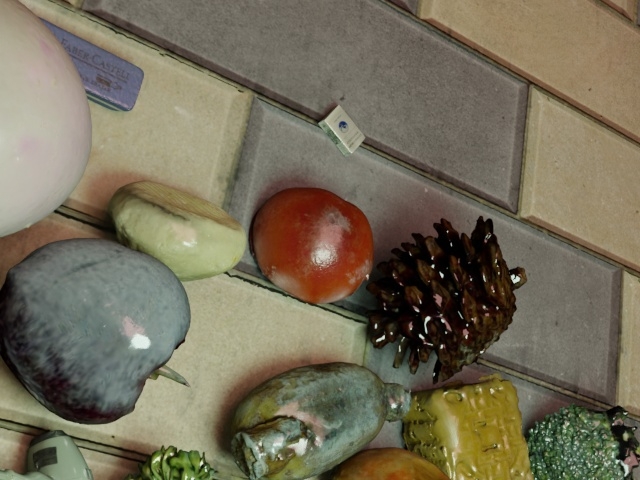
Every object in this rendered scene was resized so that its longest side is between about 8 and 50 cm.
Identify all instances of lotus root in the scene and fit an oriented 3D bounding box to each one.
[{"bbox_3d":[-0.005,0.287,1.552,0.350,0.175,0.174,-10,83,-40],"label":"lotus root"}]

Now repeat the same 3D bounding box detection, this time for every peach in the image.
[{"bbox_3d":[0.113,0.445,1.566,0.235,0.214,0.214,39,57,-1],"label":"peach"}]

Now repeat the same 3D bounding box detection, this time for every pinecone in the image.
[{"bbox_3d":[0.213,0.101,1.680,0.296,0.298,0.242,-38,68,-2],"label":"pinecone"}]

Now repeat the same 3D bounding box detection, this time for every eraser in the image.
[{"bbox_3d":[-0.393,-0.280,1.510,0.225,0.036,0.081,25,66,-28],"label":"eraser"}]

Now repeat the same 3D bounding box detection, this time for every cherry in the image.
[{"bbox_3d":[-0.309,0.125,1.339,0.296,0.218,0.255,38,83,-15],"label":"cherry"}]

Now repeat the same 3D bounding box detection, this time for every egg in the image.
[{"bbox_3d":[-0.455,-0.154,1.257,0.340,0.355,0.354,21,65,-49],"label":"egg"}]

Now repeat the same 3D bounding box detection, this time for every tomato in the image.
[{"bbox_3d":[0.000,0.000,1.633,0.228,0.112,0.199,8,67,-18],"label":"tomato"}]

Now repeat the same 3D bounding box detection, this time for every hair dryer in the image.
[{"bbox_3d":[-0.352,0.374,1.239,0.092,0.267,0.229,-24,88,4],"label":"hair dryer"}]

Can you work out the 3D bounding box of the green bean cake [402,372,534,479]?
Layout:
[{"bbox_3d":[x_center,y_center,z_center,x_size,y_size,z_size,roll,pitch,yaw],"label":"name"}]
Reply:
[{"bbox_3d":[0.267,0.363,1.730,0.230,0.131,0.223,-3,77,-36],"label":"green bean cake"}]

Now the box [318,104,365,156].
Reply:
[{"bbox_3d":[0.041,-0.206,1.798,0.083,0.024,0.054,50,57,-14],"label":"box"}]

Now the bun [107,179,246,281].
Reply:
[{"bbox_3d":[-0.227,-0.003,1.477,0.222,0.222,0.127,15,103,-31],"label":"bun"}]

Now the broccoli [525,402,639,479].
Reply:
[{"bbox_3d":[0.538,0.432,1.860,0.263,0.247,0.243,39,11,23],"label":"broccoli"}]

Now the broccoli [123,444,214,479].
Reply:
[{"bbox_3d":[-0.188,0.446,1.324,0.288,0.245,0.248,46,70,-5],"label":"broccoli"}]
